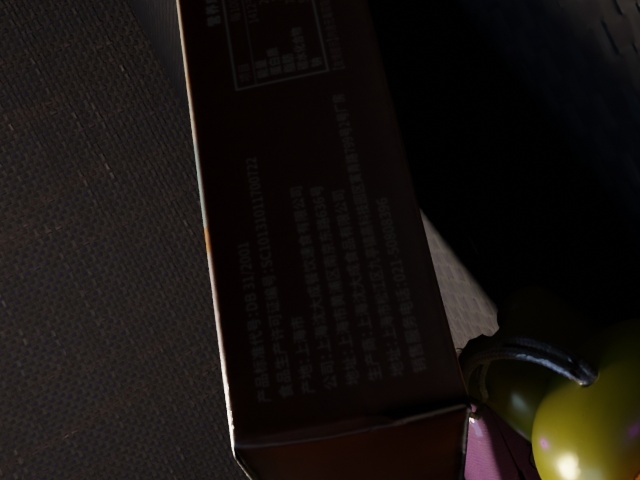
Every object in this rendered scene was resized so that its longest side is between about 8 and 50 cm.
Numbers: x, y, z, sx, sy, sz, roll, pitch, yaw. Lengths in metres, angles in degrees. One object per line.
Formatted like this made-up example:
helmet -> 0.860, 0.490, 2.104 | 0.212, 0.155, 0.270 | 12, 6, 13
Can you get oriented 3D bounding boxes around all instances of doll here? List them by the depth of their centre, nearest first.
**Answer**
doll -> 0.147, 0.081, 0.452 | 0.135, 0.143, 0.221 | 41, 180, -1

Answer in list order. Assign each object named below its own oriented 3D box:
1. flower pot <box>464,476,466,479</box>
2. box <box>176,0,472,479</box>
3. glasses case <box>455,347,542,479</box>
flower pot -> 0.092, 0.417, 0.967 | 0.379, 0.379, 0.251 | 62, 173, -1
box -> 0.000, 0.000, 0.664 | 0.344, 0.122, 0.385 | 77, -178, -62
glasses case -> 0.187, 0.241, 0.856 | 0.316, 0.076, 0.123 | 64, 176, -20
